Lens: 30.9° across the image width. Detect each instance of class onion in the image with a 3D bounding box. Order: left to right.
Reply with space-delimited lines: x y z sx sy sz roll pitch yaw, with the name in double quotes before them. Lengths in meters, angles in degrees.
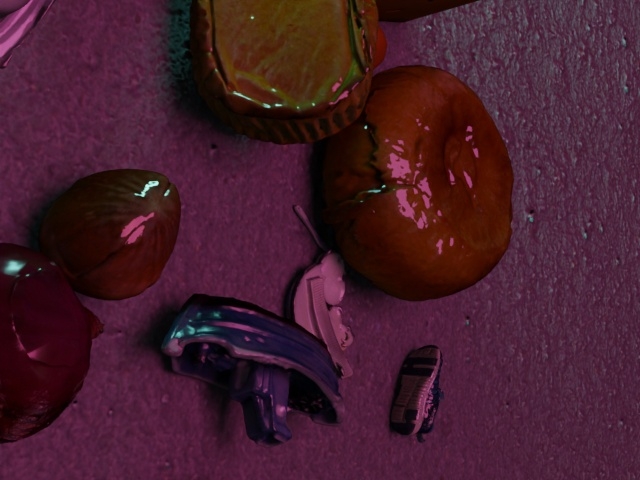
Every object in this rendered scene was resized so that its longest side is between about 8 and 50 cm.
"onion" -0.285 0.098 1.159 0.218 0.139 0.195 -4 82 -53

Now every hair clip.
"hair clip" 0.004 0.102 1.552 0.116 0.049 0.172 -17 94 -53

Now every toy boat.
"toy boat" -0.074 0.167 1.387 0.309 0.129 0.142 32 48 -42

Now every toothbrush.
"toothbrush" 0.000 0.000 1.583 0.131 0.013 0.011 55 39 -28

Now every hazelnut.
"hazelnut" -0.219 -0.014 1.229 0.150 0.150 0.150 7 81 -49

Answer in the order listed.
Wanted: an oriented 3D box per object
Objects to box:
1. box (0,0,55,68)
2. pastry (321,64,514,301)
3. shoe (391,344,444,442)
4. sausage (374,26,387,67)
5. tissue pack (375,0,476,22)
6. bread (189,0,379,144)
"box" -0.347 -0.348 1.101 0.337 0.106 0.264 45 69 -37
"pastry" 0.142 -0.079 1.647 0.356 0.163 0.356 15 70 -44
"shoe" 0.152 0.222 1.698 0.071 0.064 0.143 33 64 -41
"sausage" 0.010 -0.236 1.557 0.238 0.098 0.098 -41 117 -42
"tissue pack" 0.101 -0.395 1.604 0.274 0.194 0.145 -10 94 -50
"bread" -0.044 -0.247 1.406 0.142 0.227 0.253 62 27 -75
